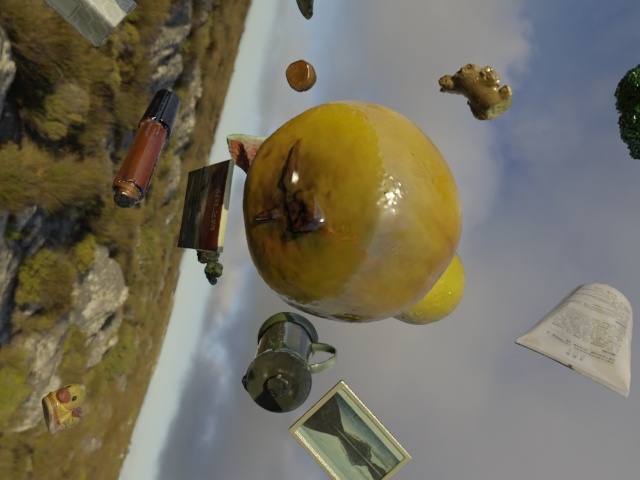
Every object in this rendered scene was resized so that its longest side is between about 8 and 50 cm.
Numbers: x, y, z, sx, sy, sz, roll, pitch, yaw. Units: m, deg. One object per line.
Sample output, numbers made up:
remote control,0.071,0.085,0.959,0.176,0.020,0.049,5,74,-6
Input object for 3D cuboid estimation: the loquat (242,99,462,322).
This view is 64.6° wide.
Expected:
loquat,0.055,-0.034,0.774,0.328,0.359,0.329,0,-90,34

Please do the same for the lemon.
lemon,0.231,0.089,1.230,0.236,0.263,0.236,-40,-156,22

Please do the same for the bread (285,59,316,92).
bread,-0.049,-0.443,1.370,0.053,0.085,0.085,1,108,-59

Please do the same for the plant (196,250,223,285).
plant,-0.365,0.065,1.664,0.085,0.087,0.174,-46,-122,32

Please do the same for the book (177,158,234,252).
book,-0.357,-0.100,1.551,0.373,0.028,0.263,2,-97,58

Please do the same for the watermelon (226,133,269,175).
watermelon,-0.152,-0.197,1.270,0.158,0.121,0.098,47,-40,42

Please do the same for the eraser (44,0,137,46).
eraser,-0.543,-0.555,0.936,0.098,0.404,0.096,-17,-136,40

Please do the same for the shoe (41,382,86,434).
shoe,-0.465,0.300,0.918,0.072,0.069,0.109,32,-59,39

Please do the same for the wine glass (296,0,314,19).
wine glass,0.138,-0.642,1.134,0.267,0.405,0.267,163,-90,-84

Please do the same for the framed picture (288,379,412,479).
framed picture,0.057,0.399,0.997,0.150,0.203,0.015,-43,174,2

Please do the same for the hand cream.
hand cream,0.230,0.077,0.437,0.142,0.084,0.053,-30,135,-46

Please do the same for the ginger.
ginger,0.443,-0.437,1.444,0.213,0.074,0.138,45,-50,20

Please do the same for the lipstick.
lipstick,-0.396,-0.224,1.168,0.419,0.077,0.077,-90,-159,-46

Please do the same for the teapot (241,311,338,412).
teapot,-0.082,0.358,1.507,0.337,0.270,0.201,-84,170,-80

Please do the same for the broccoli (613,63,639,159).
broccoli,0.557,-0.208,0.787,0.156,0.195,0.196,6,100,-66
